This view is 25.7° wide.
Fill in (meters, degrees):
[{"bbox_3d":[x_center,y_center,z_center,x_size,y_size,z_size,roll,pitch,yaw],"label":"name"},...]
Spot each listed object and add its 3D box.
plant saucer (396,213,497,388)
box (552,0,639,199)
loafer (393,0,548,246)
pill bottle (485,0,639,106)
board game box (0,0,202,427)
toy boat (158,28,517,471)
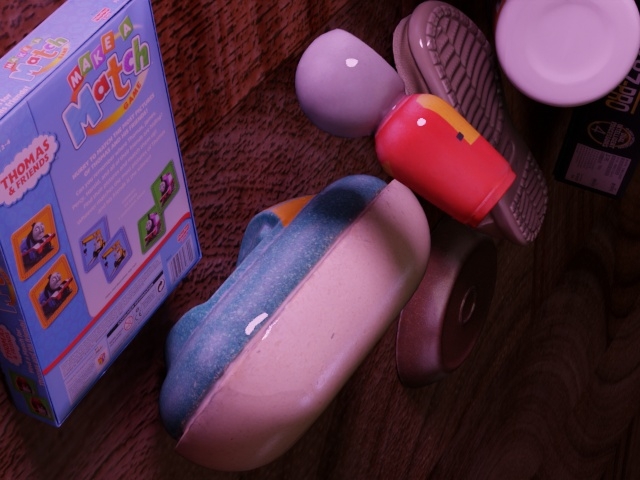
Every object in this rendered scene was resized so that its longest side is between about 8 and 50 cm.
[{"bbox_3d":[0.137,0.062,1.435,0.198,0.036,0.199,-42,141,-48],"label":"plant saucer"},{"bbox_3d":[0.359,-0.270,1.480,0.395,0.097,0.318,92,18,-63],"label":"box"},{"bbox_3d":[0.117,-0.093,1.232,0.268,0.092,0.102,60,43,-37],"label":"loafer"},{"bbox_3d":[0.208,-0.204,1.239,0.216,0.121,0.121,-82,178,-67],"label":"pill bottle"},{"bbox_3d":[-0.138,-0.021,0.802,0.160,0.039,0.211,-52,150,-38],"label":"board game box"},{"bbox_3d":[0.000,0.000,0.942,0.267,0.148,0.318,-48,176,-44],"label":"toy boat"}]
